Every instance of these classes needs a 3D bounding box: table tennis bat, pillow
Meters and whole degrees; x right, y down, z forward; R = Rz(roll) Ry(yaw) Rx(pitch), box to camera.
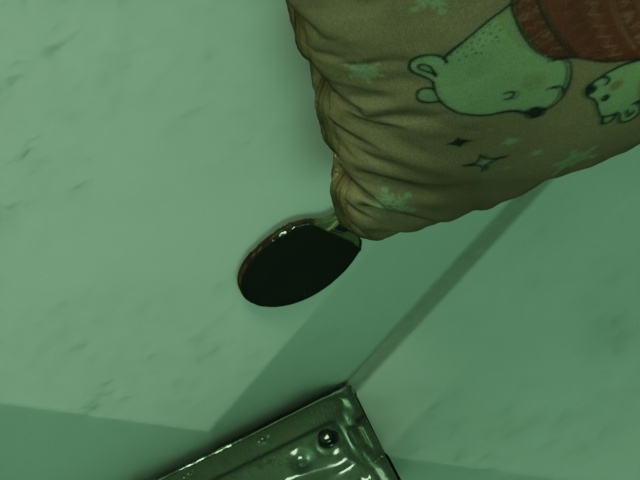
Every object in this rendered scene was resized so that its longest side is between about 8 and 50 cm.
[{"bbox_3d":[0.000,0.000,0.796,0.083,0.007,0.050,-43,141,22],"label":"table tennis bat"},{"bbox_3d":[0.090,-0.100,0.668,0.223,0.084,0.236,-28,147,-4],"label":"pillow"}]

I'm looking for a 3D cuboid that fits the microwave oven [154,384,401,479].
[{"bbox_3d":[0.002,0.194,0.866,0.163,0.205,0.129,-28,145,-2],"label":"microwave oven"}]
